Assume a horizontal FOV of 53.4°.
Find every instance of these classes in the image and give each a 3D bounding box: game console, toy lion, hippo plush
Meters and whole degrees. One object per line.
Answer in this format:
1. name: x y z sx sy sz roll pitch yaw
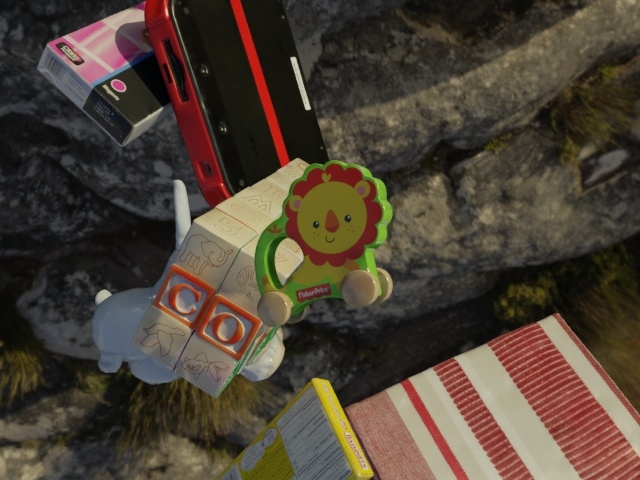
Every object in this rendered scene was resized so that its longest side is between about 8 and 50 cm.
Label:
1. game console: -0.128 -0.258 1.127 0.060 0.342 0.386 -10 102 33
2. toy lion: 0.000 0.000 0.409 0.100 0.096 0.034 -17 172 26
3. hippo plush: -0.207 0.127 0.926 0.237 0.234 0.294 -30 137 0

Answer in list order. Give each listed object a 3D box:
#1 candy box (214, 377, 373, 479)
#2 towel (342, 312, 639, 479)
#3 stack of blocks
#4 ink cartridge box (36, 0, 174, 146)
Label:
1. candy box: -0.042 0.238 0.613 0.027 0.105 0.206 18 121 -44
2. towel: 0.223 0.243 0.771 0.329 0.237 0.037 -21 148 -16
3. stack of blocks: -0.064 0.033 0.639 0.087 0.297 0.171 31 111 4
4. ink cartridge box: -0.284 -0.313 1.096 0.176 0.371 0.069 43 130 -6
